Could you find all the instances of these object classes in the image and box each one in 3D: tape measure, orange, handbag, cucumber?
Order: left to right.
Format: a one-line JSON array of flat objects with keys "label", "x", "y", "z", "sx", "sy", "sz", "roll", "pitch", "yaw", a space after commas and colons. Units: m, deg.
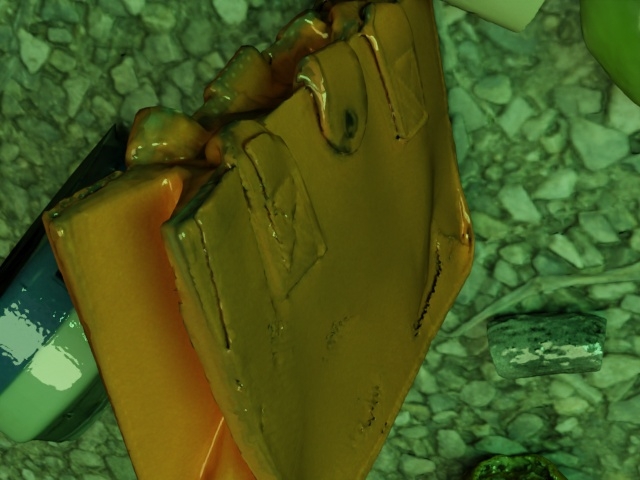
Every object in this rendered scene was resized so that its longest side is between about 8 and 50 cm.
[{"label": "tape measure", "x": -0.242, "y": 0.062, "z": 0.910, "sx": 0.138, "sy": 0.262, "sz": 0.259, "roll": 35, "pitch": 126, "yaw": -17}, {"label": "handbag", "x": 0.000, "y": 0.000, "z": 0.690, "sx": 0.116, "sy": 0.410, "sz": 0.304, "roll": 3, "pitch": 122, "yaw": 25}, {"label": "orange", "x": 0.199, "y": 0.288, "z": 0.964, "sx": 0.154, "sy": 0.154, "sz": 0.134, "roll": -11, "pitch": 74, "yaw": 24}, {"label": "cucumber", "x": 0.217, "y": 0.098, "z": 0.890, "sx": 0.112, "sy": 0.064, "sz": 0.064, "roll": -8, "pitch": 117, "yaw": 20}]

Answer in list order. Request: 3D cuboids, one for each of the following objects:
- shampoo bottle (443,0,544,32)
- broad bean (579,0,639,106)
[{"label": "shampoo bottle", "x": 0.050, "y": -0.242, "z": 0.696, "sx": 0.256, "sy": 0.127, "sz": 0.078, "roll": 27, "pitch": 114, "yaw": -6}, {"label": "broad bean", "x": 0.293, "y": -0.190, "z": 0.645, "sx": 0.291, "sy": 0.119, "sz": 0.238, "roll": 29, "pitch": 109, "yaw": -1}]
